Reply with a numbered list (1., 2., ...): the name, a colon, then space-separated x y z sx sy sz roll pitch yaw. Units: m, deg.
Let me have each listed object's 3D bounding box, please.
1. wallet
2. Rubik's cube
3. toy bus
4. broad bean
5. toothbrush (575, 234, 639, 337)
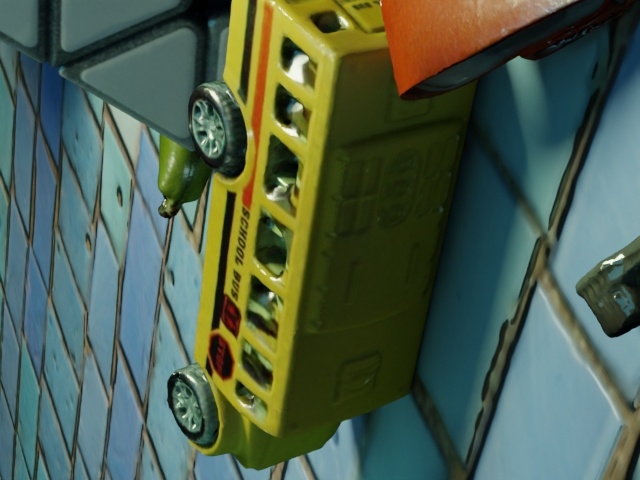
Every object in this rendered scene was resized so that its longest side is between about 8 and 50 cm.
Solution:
1. wallet: 0.068 -0.180 0.769 0.142 0.045 0.204 -24 73 47
2. Rubik's cube: -0.065 -0.175 1.016 0.229 0.233 0.228 -63 -24 -7
3. toy bus: 0.000 0.000 0.943 0.123 0.121 0.335 45 139 39
4. broad bean: -0.095 -0.110 1.249 0.070 0.048 0.214 -126 38 -54
5. toothbrush: 0.168 -0.024 0.615 0.031 0.030 0.297 68 156 15
